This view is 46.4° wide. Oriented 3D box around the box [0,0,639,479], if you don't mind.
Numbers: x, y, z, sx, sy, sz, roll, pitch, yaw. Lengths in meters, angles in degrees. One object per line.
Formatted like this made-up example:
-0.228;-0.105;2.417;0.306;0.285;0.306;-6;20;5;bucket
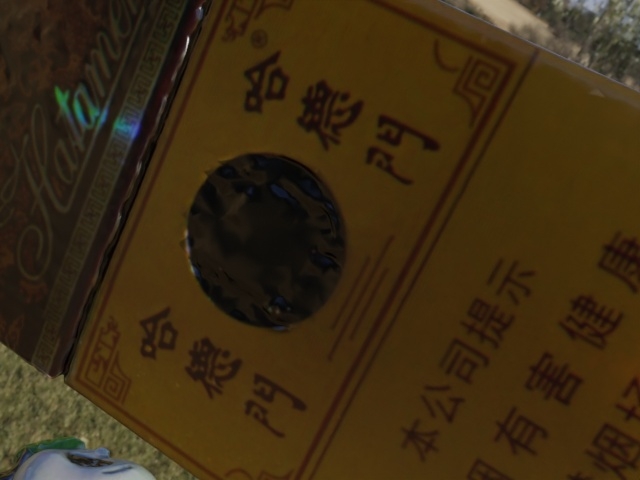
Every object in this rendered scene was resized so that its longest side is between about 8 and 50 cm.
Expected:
0.000;0.000;0.388;0.415;0.264;0.116;31;18;15;box

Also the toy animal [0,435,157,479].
-0.303;0.321;0.815;0.212;0.266;0.213;159;-90;-82;toy animal
